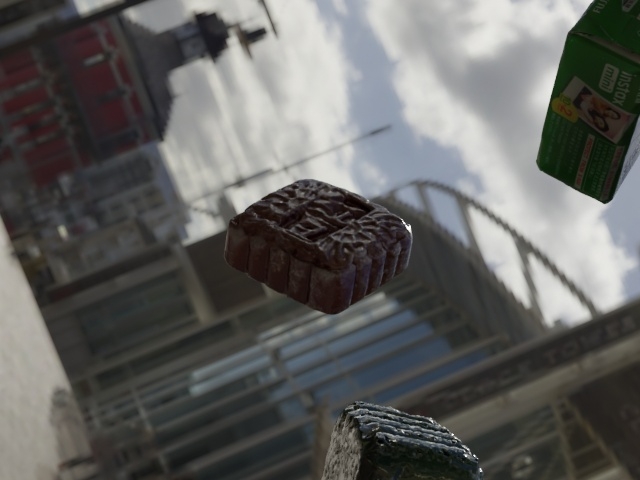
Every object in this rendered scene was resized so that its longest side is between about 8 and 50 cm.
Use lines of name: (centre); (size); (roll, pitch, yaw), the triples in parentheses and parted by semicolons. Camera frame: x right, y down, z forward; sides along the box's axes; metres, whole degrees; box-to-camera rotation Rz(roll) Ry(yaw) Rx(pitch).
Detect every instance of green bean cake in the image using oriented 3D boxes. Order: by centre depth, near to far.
green bean cake: (0.000, 0.000, 1.298); (0.136, 0.135, 0.056); (26, -57, 27)
green bean cake: (0.083, 0.377, 1.818); (0.300, 0.169, 0.308); (-140, -117, -82)

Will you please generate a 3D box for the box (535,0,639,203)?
box: (0.327, -0.178, 1.582); (0.103, 0.180, 0.250); (27, -31, 17)
